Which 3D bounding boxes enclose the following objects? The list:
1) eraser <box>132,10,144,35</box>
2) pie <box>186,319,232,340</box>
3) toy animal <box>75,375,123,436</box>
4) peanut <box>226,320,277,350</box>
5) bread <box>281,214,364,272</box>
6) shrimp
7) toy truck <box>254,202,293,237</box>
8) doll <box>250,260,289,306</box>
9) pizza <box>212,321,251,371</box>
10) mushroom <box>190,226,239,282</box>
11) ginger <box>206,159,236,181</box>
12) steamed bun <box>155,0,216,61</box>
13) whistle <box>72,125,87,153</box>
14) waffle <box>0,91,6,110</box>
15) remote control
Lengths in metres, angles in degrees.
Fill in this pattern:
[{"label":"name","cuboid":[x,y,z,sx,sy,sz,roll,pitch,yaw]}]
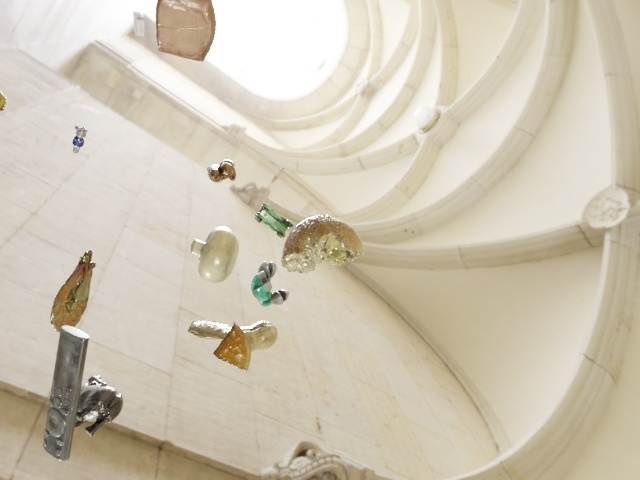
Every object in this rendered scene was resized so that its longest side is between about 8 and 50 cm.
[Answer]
[{"label":"eraser","cuboid":[-0.637,-0.759,1.732,0.105,0.026,0.065,55,-39,45]},{"label":"pie","cuboid":[-0.470,0.402,2.197,0.282,0.128,0.068,7,-81,35]},{"label":"toy animal","cuboid":[-0.748,0.519,1.590,0.168,0.106,0.343,-32,-164,-31]},{"label":"peanut","cuboid":[-0.285,0.407,2.063,0.136,0.298,0.120,-29,-104,34]},{"label":"bread","cuboid":[0.004,-0.004,1.759,0.314,0.171,0.192,-8,-121,29]},{"label":"shrimp","cuboid":[-0.830,0.166,1.670,0.154,0.062,0.294,72,26,-69]},{"label":"toy truck","cuboid":[-0.190,-0.081,2.000,0.080,0.154,0.078,-52,-159,4]},{"label":"doll","cuboid":[-0.235,0.193,2.159,0.153,0.195,0.258,-30,-174,-19]},{"label":"pizza","cuboid":[-0.308,0.383,1.729,0.131,0.178,0.041,-25,165,-16]},{"label":"mushroom","cuboid":[-0.450,0.053,2.088,0.246,0.202,0.246,-157,-90,-82]},{"label":"ginger","cuboid":[-0.347,-0.240,1.759,0.103,0.073,0.162,-22,-162,-9]},{"label":"steamed bun","cuboid":[-0.327,-0.533,1.204,0.106,0.145,0.175,-110,-150,-46]},{"label":"whistle","cuboid":[-0.643,-0.267,1.313,0.083,0.033,0.029,-57,-157,28]},{"label":"waffle","cuboid":[-1.054,-0.405,1.417,0.291,0.291,0.051,-54,-140,10]},{"label":"remote control","cuboid":[-0.728,0.436,1.410,0.107,0.044,0.377,18,-80,30]}]
